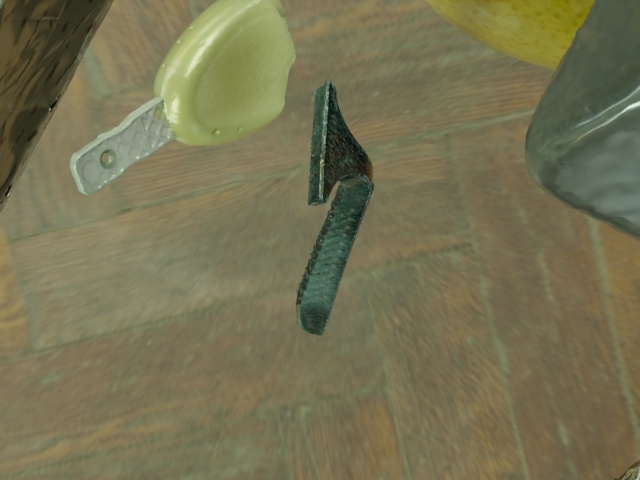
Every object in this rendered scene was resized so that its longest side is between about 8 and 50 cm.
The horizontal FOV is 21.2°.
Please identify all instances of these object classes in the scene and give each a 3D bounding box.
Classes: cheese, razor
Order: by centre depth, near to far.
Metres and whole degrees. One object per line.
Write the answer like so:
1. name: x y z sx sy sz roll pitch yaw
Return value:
1. razor: 0.006 0.000 0.863 0.033 0.190 0.066 5 60 -2
2. cheese: -0.120 -0.117 1.502 0.255 0.050 0.127 -40 129 -31

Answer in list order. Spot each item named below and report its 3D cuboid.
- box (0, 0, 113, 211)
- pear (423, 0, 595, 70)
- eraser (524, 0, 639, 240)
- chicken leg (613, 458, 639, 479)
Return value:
1. box: -0.299 -0.133 1.200 0.190 0.297 0.225 29 98 3
2. pear: 0.165 -0.246 0.990 0.314 0.314 0.314 0 93 -1
3. eraser: 0.171 -0.149 0.430 0.089 0.061 0.352 24 99 -37
4. chicken leg: 0.341 0.201 1.638 0.304 0.113 0.093 -38 130 -22
